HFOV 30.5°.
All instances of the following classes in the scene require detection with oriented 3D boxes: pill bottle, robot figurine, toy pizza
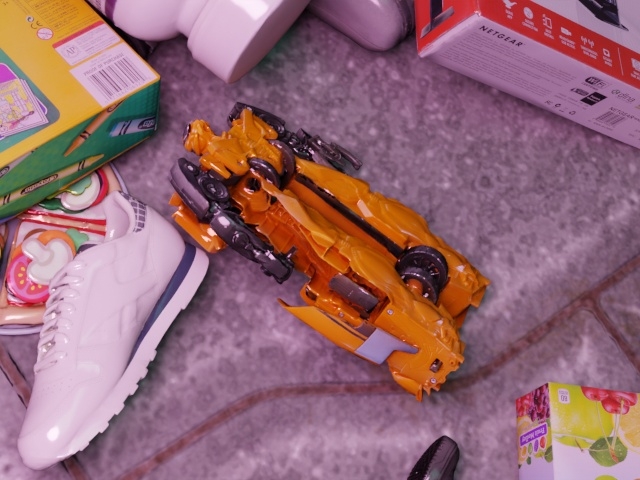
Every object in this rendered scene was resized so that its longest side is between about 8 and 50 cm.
[{"bbox_3d":[-0.148,-0.269,0.941,0.301,0.169,0.169,40,60,1],"label":"pill bottle"},{"bbox_3d":[0.000,0.000,0.983,0.291,0.085,0.211,35,31,-1],"label":"robot figurine"},{"bbox_3d":[-0.251,-0.021,0.959,0.201,0.032,0.201,7,64,-16],"label":"toy pizza"}]

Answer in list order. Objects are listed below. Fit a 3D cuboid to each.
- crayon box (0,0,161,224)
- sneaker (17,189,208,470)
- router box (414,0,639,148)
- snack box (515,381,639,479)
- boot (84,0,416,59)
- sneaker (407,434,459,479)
[{"bbox_3d":[-0.284,-0.096,0.919,0.278,0.081,0.165,-35,71,-28],"label":"crayon box"},{"bbox_3d":[-0.177,0.068,0.900,0.095,0.090,0.235,46,46,-24],"label":"sneaker"},{"bbox_3d":[0.237,-0.272,1.158,0.335,0.082,0.301,15,61,-33],"label":"router box"},{"bbox_3d":[0.261,0.235,0.999,0.174,0.070,0.207,8,66,-17],"label":"snack box"},{"bbox_3d":[-0.099,-0.234,1.080,0.338,0.118,0.223,38,67,8],"label":"boot"},{"bbox_3d":[0.095,0.250,0.949,0.089,0.051,0.170,32,65,-3],"label":"sneaker"}]
